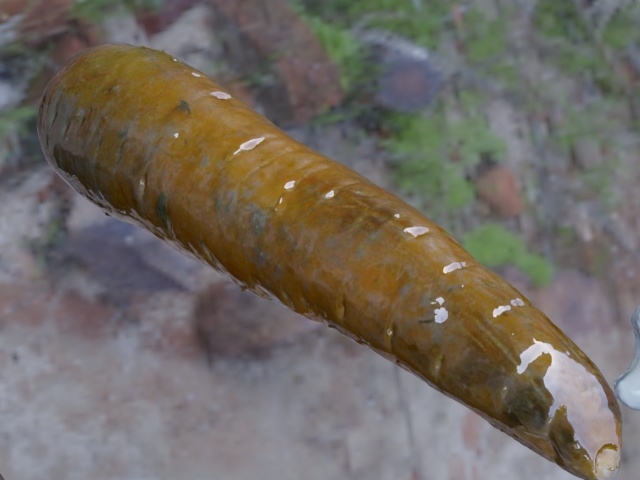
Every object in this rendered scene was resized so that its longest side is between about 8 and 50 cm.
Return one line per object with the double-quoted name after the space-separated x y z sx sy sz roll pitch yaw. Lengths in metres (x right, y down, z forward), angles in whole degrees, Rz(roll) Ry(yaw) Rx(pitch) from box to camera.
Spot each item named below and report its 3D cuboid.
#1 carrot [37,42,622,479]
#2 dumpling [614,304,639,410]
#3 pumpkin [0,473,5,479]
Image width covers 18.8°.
0.000 0.000 0.465 0.047 0.191 0.047 -30 134 -36 "carrot"
0.310 0.085 1.387 0.118 0.199 0.136 136 -43 -82 "dumpling"
-0.208 0.155 0.558 0.241 0.323 0.323 -45 118 -41 "pumpkin"
